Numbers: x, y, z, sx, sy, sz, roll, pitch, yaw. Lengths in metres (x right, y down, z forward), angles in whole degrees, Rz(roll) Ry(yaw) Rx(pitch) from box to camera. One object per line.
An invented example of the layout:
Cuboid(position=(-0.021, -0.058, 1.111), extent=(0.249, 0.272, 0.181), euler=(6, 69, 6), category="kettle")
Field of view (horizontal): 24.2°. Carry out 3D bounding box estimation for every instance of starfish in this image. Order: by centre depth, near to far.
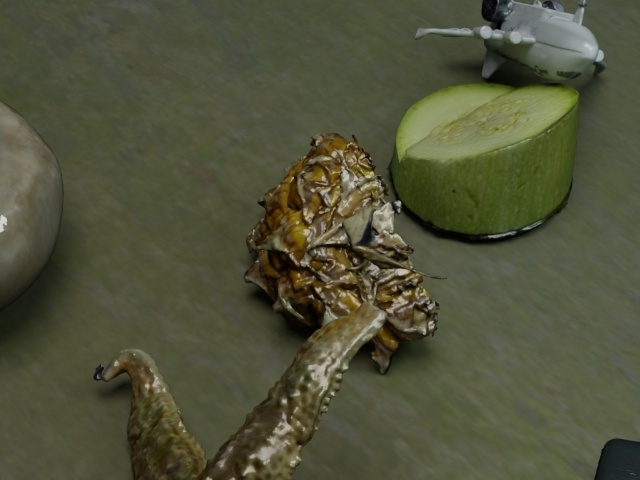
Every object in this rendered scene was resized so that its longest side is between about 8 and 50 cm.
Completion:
Cuboid(position=(-0.067, 0.206, 1.294), extent=(0.324, 0.082, 0.432), euler=(-36, 41, 26), category="starfish")

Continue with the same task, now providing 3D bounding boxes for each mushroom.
Cuboid(position=(-0.414, -0.061, 1.519), extent=(0.297, 0.290, 0.297), euler=(-2, 44, 2), category="mushroom")

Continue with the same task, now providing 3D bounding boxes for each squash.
Cuboid(position=(0.177, -0.112, 1.668), extent=(0.220, 0.133, 0.220), euler=(-5, 42, 5), category="squash")

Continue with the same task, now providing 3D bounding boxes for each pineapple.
Cuboid(position=(0.000, -0.004, 1.537), extent=(0.161, 0.158, 0.334), euler=(-16, 47, -12), category="pineapple")

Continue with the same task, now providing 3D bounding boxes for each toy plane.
Cuboid(position=(0.247, -0.236, 1.726), extent=(0.251, 0.101, 0.255), euler=(7, 4, -23), category="toy plane")

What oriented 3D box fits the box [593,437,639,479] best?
Cuboid(position=(0.263, 0.277, 1.258), extent=(0.090, 0.144, 0.201), euler=(9, 47, 17), category="box")
